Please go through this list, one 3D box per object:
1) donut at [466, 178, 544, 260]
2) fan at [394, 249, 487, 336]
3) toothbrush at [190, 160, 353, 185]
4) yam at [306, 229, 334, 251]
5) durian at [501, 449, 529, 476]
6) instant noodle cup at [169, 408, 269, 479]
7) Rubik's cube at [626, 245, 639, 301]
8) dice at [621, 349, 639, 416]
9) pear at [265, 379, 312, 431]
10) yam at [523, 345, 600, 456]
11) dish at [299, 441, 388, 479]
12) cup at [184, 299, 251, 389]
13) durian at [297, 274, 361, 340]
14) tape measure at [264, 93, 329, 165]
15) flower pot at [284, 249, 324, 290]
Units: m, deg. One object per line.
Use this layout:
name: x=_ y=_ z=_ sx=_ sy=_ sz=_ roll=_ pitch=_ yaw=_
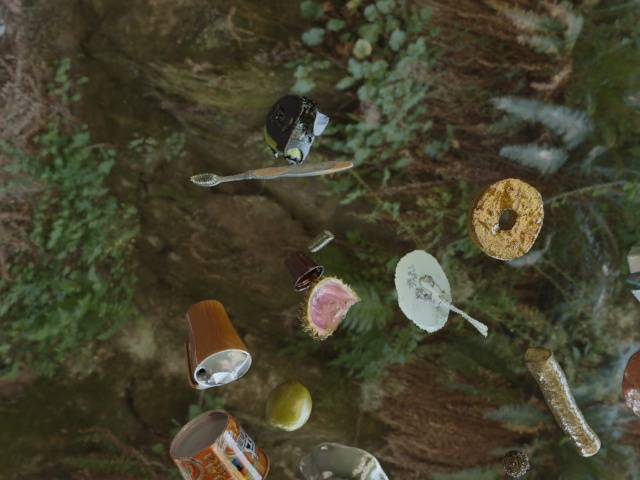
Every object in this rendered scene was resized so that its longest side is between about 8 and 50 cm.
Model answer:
donut: x=0.616 y=-0.075 z=2.281 sx=0.108 sy=0.278 sz=0.277 roll=-155 pitch=-98 yaw=-71
fan: x=0.356 y=0.174 z=1.916 sx=0.012 sy=0.415 sz=0.232 roll=-20 pitch=-131 yaw=46
toothbrush: x=-0.112 y=-0.151 z=1.495 sx=0.037 sy=0.376 sz=0.028 roll=38 pitch=49 yaw=-73
yam: x=0.000 y=0.000 z=2.079 sx=0.094 sy=0.043 sz=0.043 roll=-40 pitch=-162 yaw=32
durian: x=0.562 y=0.646 z=1.945 sx=0.091 sy=0.080 sz=0.080 roll=-44 pitch=-155 yaw=62
instant noodle cup: x=-0.297 y=0.615 z=1.907 sx=0.192 sy=0.251 sz=0.250 roll=62 pitch=19 yaw=-19
Rubik's cube: x=1.109 y=0.114 z=2.140 sx=0.265 sy=0.225 sz=0.212 roll=-24 pitch=101 yaw=-54
dice: x=1.052 y=0.452 z=2.074 sx=0.174 sy=0.175 sz=0.179 roll=-52 pitch=124 yaw=-33
pear: x=-0.102 y=0.544 z=2.202 sx=0.162 sy=0.149 sz=0.149 roll=-61 pitch=176 yaw=-17
yam: x=0.533 y=0.359 z=1.472 sx=0.066 sy=0.299 sz=0.066 roll=-28 pitch=-161 yaw=11
dish: x=0.050 y=0.600 z=1.642 sx=0.081 sy=0.230 sz=0.229 roll=-66 pitch=175 yaw=-54
cup: x=-0.353 y=0.340 z=2.143 sx=0.226 sy=0.182 sz=0.263 roll=-44 pitch=-133 yaw=17
durian: x=0.011 y=0.170 z=1.733 sx=0.182 sy=0.132 sz=0.165 roll=-54 pitch=158 yaw=-17
tape measure: x=-0.087 y=-0.333 z=1.961 sx=0.199 sy=0.112 sz=0.186 roll=-55 pitch=-137 yaw=7
flower pot: x=-0.058 y=0.083 z=2.005 sx=0.111 sy=0.089 sz=0.111 roll=-32 pitch=156 yaw=-16
